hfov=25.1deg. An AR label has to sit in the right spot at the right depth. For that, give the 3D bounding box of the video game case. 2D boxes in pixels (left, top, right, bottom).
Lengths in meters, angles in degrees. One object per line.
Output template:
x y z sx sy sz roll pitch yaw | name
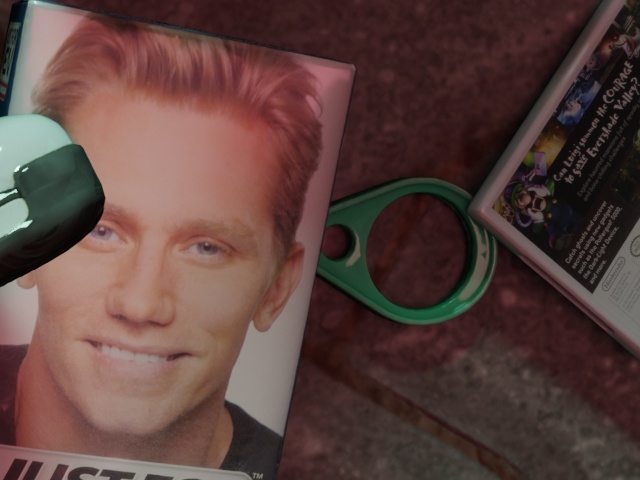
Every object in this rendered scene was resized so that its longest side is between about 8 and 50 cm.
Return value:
0.205 -0.042 0.921 0.173 0.022 0.190 39 76 -18 | video game case

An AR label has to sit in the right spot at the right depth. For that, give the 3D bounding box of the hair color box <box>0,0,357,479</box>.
-0.106 0.058 0.769 0.174 0.105 0.347 9 95 -16 | hair color box

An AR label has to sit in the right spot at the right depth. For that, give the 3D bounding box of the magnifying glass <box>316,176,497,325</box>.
0.000 0.000 0.863 0.231 0.026 0.092 6 91 -18 | magnifying glass

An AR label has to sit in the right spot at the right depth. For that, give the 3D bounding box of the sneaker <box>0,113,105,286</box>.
-0.333 -0.048 0.623 0.447 0.169 0.257 -14 94 7 | sneaker
